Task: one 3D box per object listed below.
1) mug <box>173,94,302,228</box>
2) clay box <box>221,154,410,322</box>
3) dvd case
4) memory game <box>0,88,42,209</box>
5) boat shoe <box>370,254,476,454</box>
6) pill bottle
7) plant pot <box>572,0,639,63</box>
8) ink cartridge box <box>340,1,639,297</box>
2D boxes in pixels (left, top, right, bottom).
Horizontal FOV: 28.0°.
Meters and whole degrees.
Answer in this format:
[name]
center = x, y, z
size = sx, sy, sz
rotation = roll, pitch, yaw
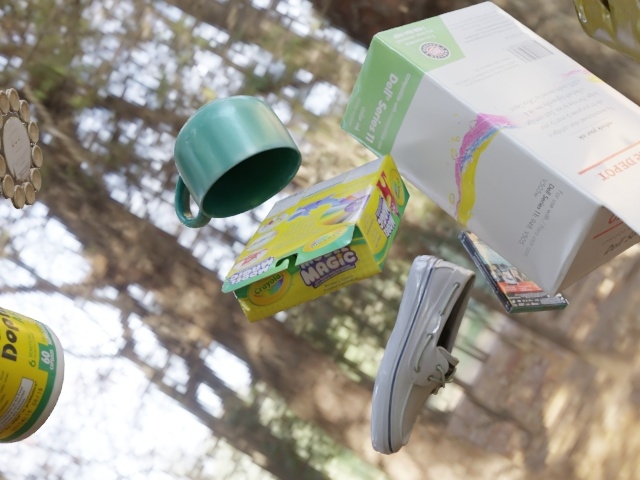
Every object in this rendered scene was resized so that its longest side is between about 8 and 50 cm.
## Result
[mug]
center = -0.111, -0.095, 1.451
size = 0.157, 0.097, 0.129
rotation = -30, -21, -3
[clay box]
center = 0.000, 0.000, 1.126
size = 0.127, 0.053, 0.222
rotation = -22, 16, 19
[dvd case]
center = 0.219, 0.034, 1.462
size = 0.087, 0.119, 0.013
rotation = -2, -41, -35
[memory game]
center = -0.460, -0.138, 1.934
size = 0.186, 0.012, 0.186
rotation = -7, -90, -80
[boat shoe]
center = 0.115, 0.129, 1.411
size = 0.083, 0.075, 0.226
rotation = 23, -100, -68
[pill bottle]
center = -0.325, 0.096, 1.076
size = 0.208, 0.117, 0.118
rotation = 29, -91, -50
[plant pot]
center = 0.200, -0.180, 0.568
size = 0.212, 0.187, 0.212
rotation = -98, -11, -73
[ink cartridge box]
center = 0.219, -0.077, 1.246
size = 0.207, 0.353, 0.119
rotation = -24, -34, -44
